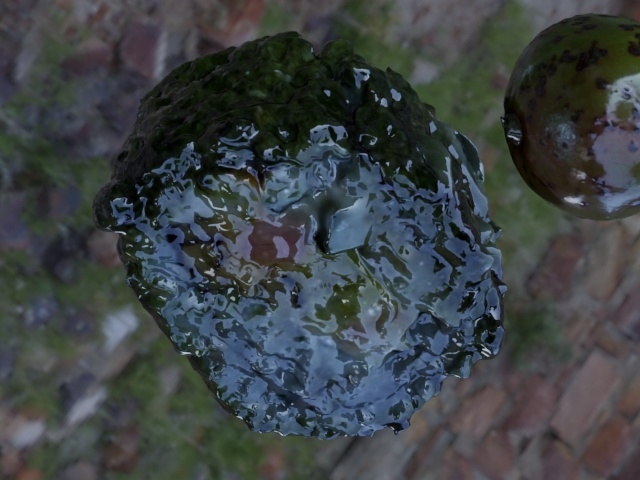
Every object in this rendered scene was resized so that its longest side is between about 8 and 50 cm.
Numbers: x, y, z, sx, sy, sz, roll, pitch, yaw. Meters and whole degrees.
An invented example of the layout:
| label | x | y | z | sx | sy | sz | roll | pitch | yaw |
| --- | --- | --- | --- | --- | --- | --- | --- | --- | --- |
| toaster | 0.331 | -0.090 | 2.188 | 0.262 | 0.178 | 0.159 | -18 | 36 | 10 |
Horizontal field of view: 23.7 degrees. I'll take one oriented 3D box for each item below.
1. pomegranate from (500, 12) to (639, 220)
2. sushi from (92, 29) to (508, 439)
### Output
| label | x | y | z | sx | sy | sz | roll | pitch | yaw |
| --- | --- | --- | --- | --- | --- | --- | --- | --- | --- |
| pomegranate | 0.230 | -0.091 | 1.126 | 0.205 | 0.159 | 0.159 | 4 | 133 | -17 |
| sushi | 0.000 | 0.000 | 1.315 | 0.294 | 0.352 | 0.178 | -23 | -148 | 18 |
